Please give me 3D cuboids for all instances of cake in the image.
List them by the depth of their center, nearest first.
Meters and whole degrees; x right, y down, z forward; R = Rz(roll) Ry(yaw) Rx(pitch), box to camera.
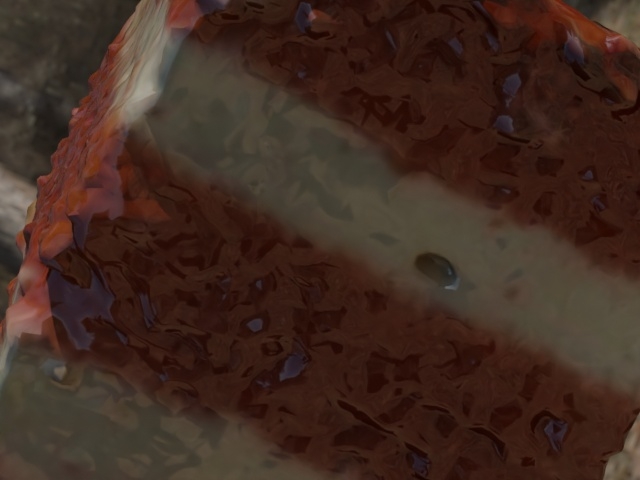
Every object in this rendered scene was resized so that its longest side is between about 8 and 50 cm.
[{"bbox_3d":[0.000,0.000,0.745,0.319,0.269,0.270,-59,15,12],"label":"cake"}]
